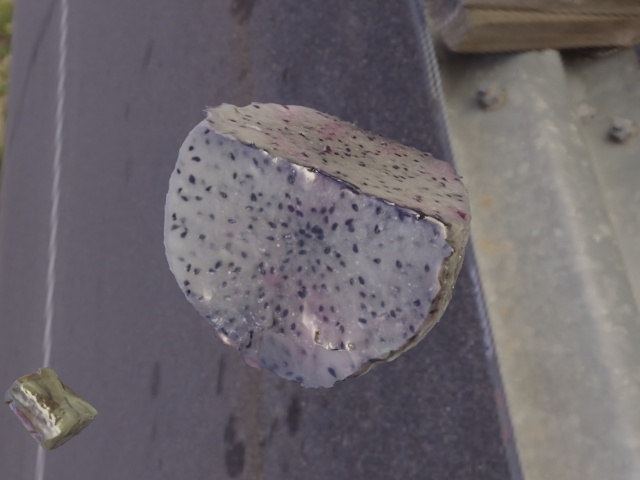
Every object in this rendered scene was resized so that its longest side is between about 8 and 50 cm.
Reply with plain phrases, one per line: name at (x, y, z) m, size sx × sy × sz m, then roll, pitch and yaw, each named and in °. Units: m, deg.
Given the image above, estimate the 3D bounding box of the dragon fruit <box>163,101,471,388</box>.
dragon fruit at (0.000, 0.000, 1.016) m, size 0.221 × 0.282 × 0.204 m, roll -47°, pitch -22°, yaw -65°

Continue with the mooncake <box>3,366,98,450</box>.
mooncake at (-0.428, 0.262, 1.605) m, size 0.073 × 0.125 × 0.130 m, roll -48°, pitch -6°, yaw 6°
